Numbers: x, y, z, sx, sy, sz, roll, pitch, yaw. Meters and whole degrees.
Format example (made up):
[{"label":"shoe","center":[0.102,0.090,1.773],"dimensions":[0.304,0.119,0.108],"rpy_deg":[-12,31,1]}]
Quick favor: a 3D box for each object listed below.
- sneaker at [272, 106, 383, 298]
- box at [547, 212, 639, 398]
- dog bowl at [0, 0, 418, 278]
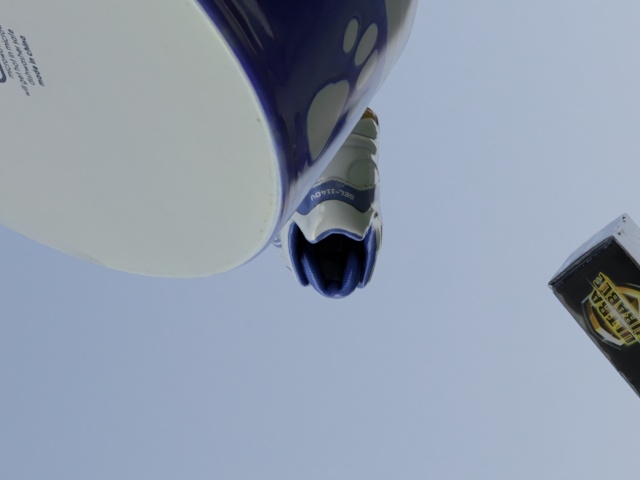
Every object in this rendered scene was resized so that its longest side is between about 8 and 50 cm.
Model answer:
[{"label":"sneaker","center":[0.000,0.000,1.279],"dimensions":[0.296,0.111,0.131],"rpy_deg":[82,-174,-66]},{"label":"box","center":[0.232,0.086,0.889],"dimensions":[0.220,0.051,0.175],"rpy_deg":[50,-165,4]},{"label":"dog bowl","center":[-0.103,-0.107,0.552],"dimensions":[0.104,0.265,0.265],"rpy_deg":[-58,-44,-29]}]
